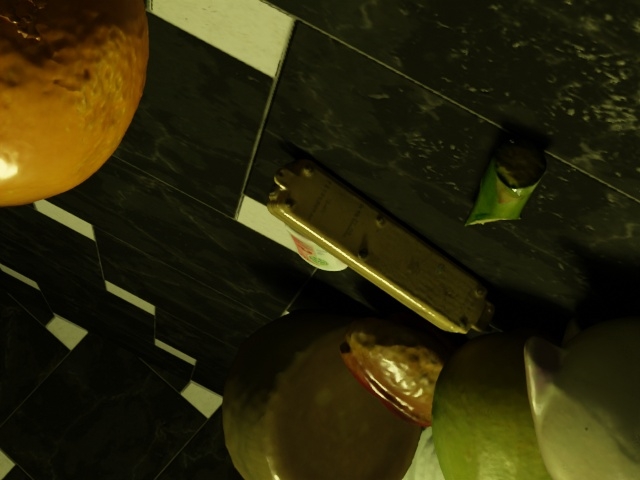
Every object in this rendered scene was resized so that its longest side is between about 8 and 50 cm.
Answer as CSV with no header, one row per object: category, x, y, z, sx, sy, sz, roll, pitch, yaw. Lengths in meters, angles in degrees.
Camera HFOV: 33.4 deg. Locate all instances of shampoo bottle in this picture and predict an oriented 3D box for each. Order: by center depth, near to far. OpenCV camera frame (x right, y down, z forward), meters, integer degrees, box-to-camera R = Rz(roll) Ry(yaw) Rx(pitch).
shampoo bottle,0.000,0.000,1.204,0.072,0.043,0.099,23,163,15

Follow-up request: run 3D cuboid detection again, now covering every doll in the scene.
doll,0.362,0.199,0.938,0.371,0.225,0.215,13,-166,29

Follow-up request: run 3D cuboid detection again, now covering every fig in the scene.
fig,0.224,0.209,1.175,0.207,0.230,0.207,3,-162,-1

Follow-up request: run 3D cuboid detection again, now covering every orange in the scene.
orange,-0.254,-0.145,0.807,0.246,0.246,0.246,25,164,8

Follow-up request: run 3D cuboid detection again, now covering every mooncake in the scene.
mooncake,0.001,0.239,1.508,0.284,0.284,0.156,36,163,-28

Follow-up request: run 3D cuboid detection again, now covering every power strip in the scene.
power strip,0.066,0.014,1.100,0.305,0.064,0.044,34,165,-22

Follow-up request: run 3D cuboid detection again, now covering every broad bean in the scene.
broad bean,0.113,0.162,1.388,0.156,0.122,0.228,29,165,39

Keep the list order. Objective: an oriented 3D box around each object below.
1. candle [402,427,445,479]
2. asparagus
candle,0.174,0.386,1.807,0.221,0.221,0.343,36,161,-27
asparagus,0.147,-0.033,0.871,0.045,0.041,0.178,34,166,9
